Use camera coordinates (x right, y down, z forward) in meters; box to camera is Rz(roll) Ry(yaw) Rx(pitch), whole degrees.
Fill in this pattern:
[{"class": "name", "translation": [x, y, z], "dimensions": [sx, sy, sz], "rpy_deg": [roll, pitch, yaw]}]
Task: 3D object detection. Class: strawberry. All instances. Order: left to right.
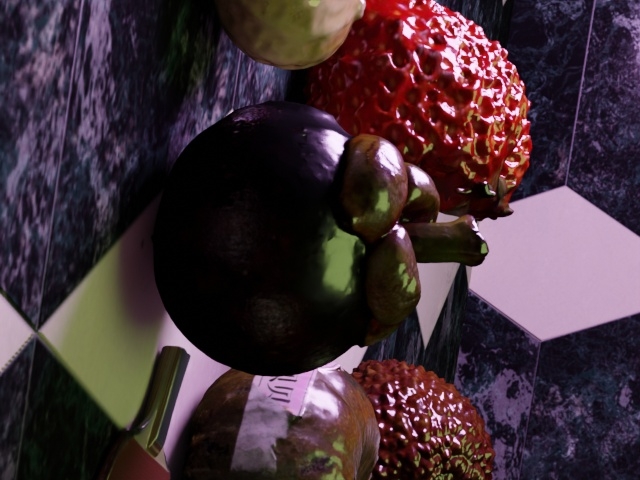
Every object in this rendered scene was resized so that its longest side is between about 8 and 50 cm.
[{"class": "strawberry", "translation": [0.098, -0.147, 1.403], "dimensions": [0.261, 0.261, 0.257], "rpy_deg": [28, 79, -76]}]

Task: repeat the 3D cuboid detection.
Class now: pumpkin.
[{"class": "pumpkin", "translation": [-0.022, 0.230, 1.234], "dimensions": [0.260, 0.189, 0.260], "rpy_deg": [11, 90, -76]}]

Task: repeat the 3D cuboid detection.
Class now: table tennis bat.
[{"class": "table tennis bat", "translation": [-0.140, 0.183, 1.068], "dimensions": [0.130, 0.019, 0.220], "rpy_deg": [65, 36, -61]}]

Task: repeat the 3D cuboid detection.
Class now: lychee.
[{"class": "lychee", "translation": [0.087, 0.256, 1.650], "dimensions": [0.271, 0.236, 0.235], "rpy_deg": [-108, -159, -68]}]

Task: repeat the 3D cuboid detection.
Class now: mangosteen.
[{"class": "mangosteen", "translation": [0.000, 0.000, 1.040], "dimensions": [0.211, 0.250, 0.211], "rpy_deg": [3, 90, -79]}]

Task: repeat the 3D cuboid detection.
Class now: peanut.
[{"class": "peanut", "translation": [-0.028, -0.210, 1.089], "dimensions": [0.159, 0.109, 0.140], "rpy_deg": [67, 22, -44]}]
